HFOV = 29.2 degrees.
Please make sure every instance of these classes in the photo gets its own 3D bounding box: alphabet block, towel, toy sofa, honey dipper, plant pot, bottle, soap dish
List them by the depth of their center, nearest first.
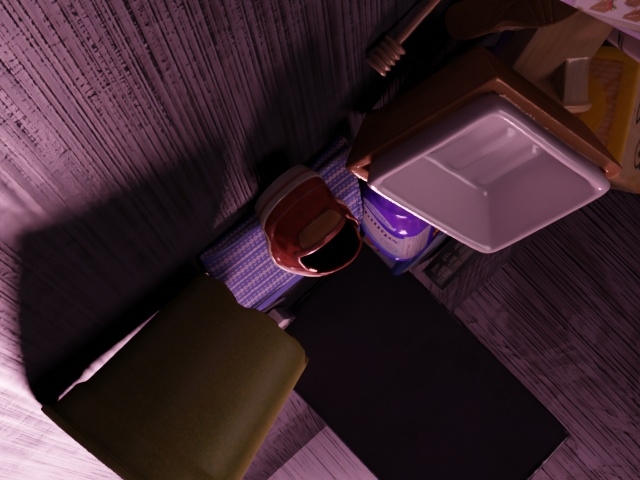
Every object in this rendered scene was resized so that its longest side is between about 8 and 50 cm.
[{"bbox_3d":[0.113,-0.251,1.361,0.160,0.030,0.030,-48,166,6],"label":"honey dipper"},{"bbox_3d":[-0.158,0.189,1.518,0.254,0.276,0.276,-53,169,-10],"label":"plant pot"},{"bbox_3d":[0.318,-0.328,1.523,0.150,0.177,0.362,-7,151,-25],"label":"toy sofa"},{"bbox_3d":[0.205,-0.110,1.545,0.229,0.118,0.291,-30,142,31],"label":"soap dish"},{"bbox_3d":[-0.046,-0.006,1.664,0.243,0.040,0.336,-39,164,-8],"label":"towel"},{"bbox_3d":[0.114,-0.057,1.766,0.092,0.118,0.283,-40,167,-10],"label":"bottle"},{"bbox_3d":[0.394,-0.185,1.834,0.197,0.193,0.192,8,92,-63],"label":"alphabet block"}]

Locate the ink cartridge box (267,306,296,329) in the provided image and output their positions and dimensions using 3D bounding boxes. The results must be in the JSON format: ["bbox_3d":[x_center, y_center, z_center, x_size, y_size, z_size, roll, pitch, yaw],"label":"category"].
[{"bbox_3d":[-0.096,0.158,2.020,0.115,0.029,0.063,-46,167,12],"label":"ink cartridge box"}]

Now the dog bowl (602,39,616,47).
[{"bbox_3d":[0.490,-0.399,1.823,0.265,0.104,0.265,-41,166,-12],"label":"dog bowl"}]

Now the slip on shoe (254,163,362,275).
[{"bbox_3d":[0.000,0.000,1.532,0.123,0.101,0.331,-42,166,-3],"label":"slip on shoe"}]

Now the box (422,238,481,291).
[{"bbox_3d":[0.272,-0.018,2.039,0.220,0.051,0.175,-47,174,14],"label":"box"}]

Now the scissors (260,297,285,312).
[{"bbox_3d":[-0.179,0.159,1.739,0.297,0.021,0.109,-26,155,-35],"label":"scissors"}]

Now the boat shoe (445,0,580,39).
[{"bbox_3d":[0.232,-0.278,1.438,0.170,0.063,0.059,-6,-162,28],"label":"boat shoe"}]

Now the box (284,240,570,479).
[{"bbox_3d":[0.181,0.286,2.244,0.297,0.480,0.472,-45,167,1],"label":"box"}]

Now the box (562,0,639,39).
[{"bbox_3d":[0.265,-0.294,1.292,0.324,0.067,0.063,11,140,-45],"label":"box"}]

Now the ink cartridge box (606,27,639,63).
[{"bbox_3d":[0.467,-0.317,1.555,0.273,0.115,0.198,-115,-144,-61],"label":"ink cartridge box"}]

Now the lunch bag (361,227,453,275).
[{"bbox_3d":[0.215,-0.082,2.004,0.303,0.115,0.243,-47,169,20],"label":"lunch bag"}]
